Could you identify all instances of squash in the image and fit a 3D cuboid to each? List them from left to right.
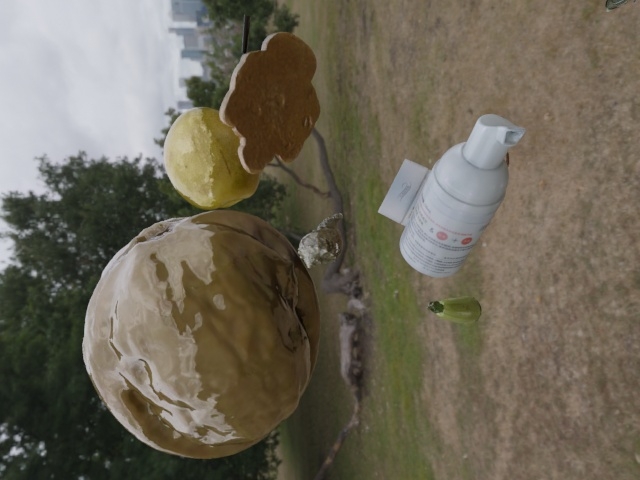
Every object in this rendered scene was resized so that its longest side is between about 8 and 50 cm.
[{"bbox_3d":[0.400,0.211,1.597,0.094,0.224,0.094,-10,75,45],"label":"squash"}]

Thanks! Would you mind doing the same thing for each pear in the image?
[{"bbox_3d":[-0.329,-0.247,1.595,0.314,0.315,0.314,176,90,-80],"label":"pear"}]

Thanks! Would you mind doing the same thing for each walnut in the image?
[{"bbox_3d":[-0.177,0.140,0.822,0.383,0.384,0.383,176,90,-80],"label":"walnut"}]

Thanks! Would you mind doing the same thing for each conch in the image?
[{"bbox_3d":[0.000,0.000,1.504,0.155,0.130,0.207,-13,45,45],"label":"conch"}]

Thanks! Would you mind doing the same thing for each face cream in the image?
[{"bbox_3d":[0.271,-0.093,0.976,0.369,0.146,0.145,107,157,-48],"label":"face cream"}]

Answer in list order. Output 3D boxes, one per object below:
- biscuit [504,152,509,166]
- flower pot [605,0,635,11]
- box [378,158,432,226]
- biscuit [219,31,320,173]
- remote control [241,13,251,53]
[{"bbox_3d":[0.721,-0.359,2.174,0.187,0.027,0.187,58,162,32],"label":"biscuit"},{"bbox_3d":[0.938,-0.916,1.617,0.290,0.259,0.290,-51,8,10],"label":"flower pot"},{"bbox_3d":[0.281,-0.081,1.262,0.155,0.243,0.067,-64,-25,6],"label":"box"},{"bbox_3d":[-0.121,-0.347,1.329,0.051,0.269,0.375,12,79,51],"label":"biscuit"},{"bbox_3d":[-0.183,-0.509,1.280,0.034,0.016,0.091,-77,-5,-73],"label":"remote control"}]
